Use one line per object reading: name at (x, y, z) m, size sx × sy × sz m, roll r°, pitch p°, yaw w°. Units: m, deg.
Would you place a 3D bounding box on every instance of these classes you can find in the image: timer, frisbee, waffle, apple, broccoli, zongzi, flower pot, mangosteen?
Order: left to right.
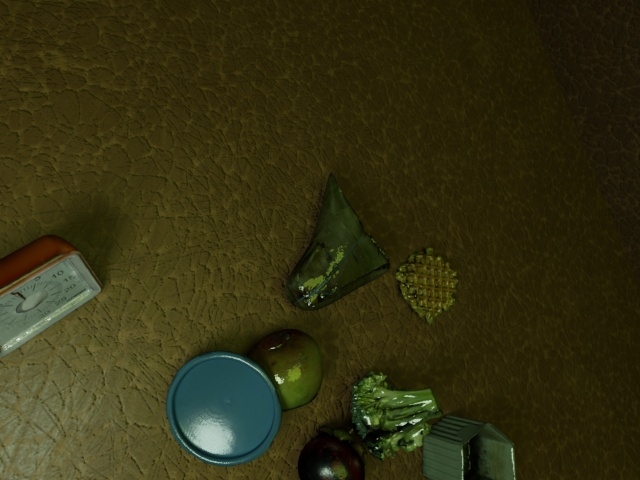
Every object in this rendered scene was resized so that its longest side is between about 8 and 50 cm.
timer at (-0.616, 0.103, 0.830) m, size 0.257 × 0.250 × 0.161 m, roll -39°, pitch 96°, yaw -28°
frisbee at (-0.236, 0.410, 1.001) m, size 0.289 × 0.049 × 0.289 m, roll 0°, pitch 94°, yaw 5°
apple at (-0.096, 0.342, 1.080) m, size 0.188 × 0.174 × 0.207 m, roll -9°, pitch 66°, yaw -30°
zongzi at (0.000, 0.000, 1.204) m, size 0.323 × 0.160 × 0.360 m, roll -25°, pitch 90°, yaw -29°
mangosteen at (0.037, 0.588, 1.081) m, size 0.200 × 0.200 × 0.200 m, roll 6°, pitch 75°, yaw -24°
broccoli at (0.221, 0.495, 1.134) m, size 0.263 × 0.243 × 0.247 m, roll 61°, pitch 21°, yaw -2°
waffle at (0.380, 0.152, 1.418) m, size 0.243 × 0.059 × 0.238 m, roll 51°, pitch 59°, yaw -10°
flower pot at (0.451, 0.674, 1.245) m, size 0.239 × 0.189 × 0.209 m, roll -23°, pitch 88°, yaw -30°
